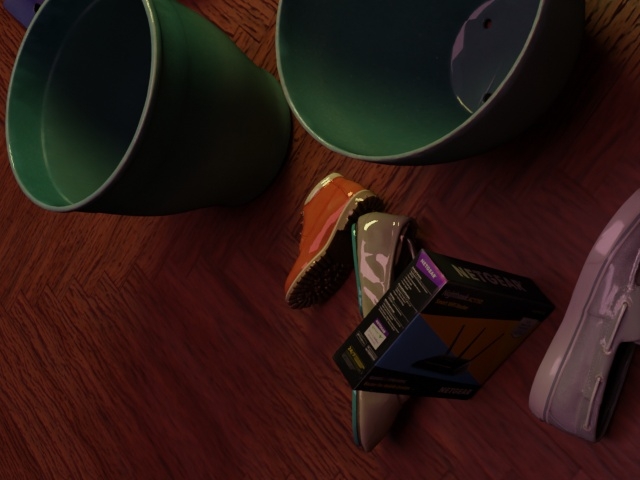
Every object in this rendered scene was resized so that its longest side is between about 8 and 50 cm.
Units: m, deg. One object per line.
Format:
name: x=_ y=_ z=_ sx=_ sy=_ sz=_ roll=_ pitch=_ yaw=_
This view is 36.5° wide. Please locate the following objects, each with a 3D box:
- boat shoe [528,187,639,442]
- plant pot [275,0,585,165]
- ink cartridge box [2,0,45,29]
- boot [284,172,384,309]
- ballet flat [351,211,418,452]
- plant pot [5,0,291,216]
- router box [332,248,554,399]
boat shoe: x=0.259 y=0.068 z=0.834 sx=0.081 sy=0.079 sz=0.228 roll=29 pitch=107 yaw=31
plant pot: x=0.129 y=-0.199 z=0.909 sx=0.290 sy=0.195 sz=0.290 roll=-8 pitch=77 yaw=40
ink cartridge box: x=-0.413 y=-0.466 z=1.512 sx=0.303 sy=0.072 sz=0.307 roll=40 pitch=107 yaw=42
boot: x=0.000 y=0.000 z=1.084 sx=0.084 sy=0.059 sz=0.158 roll=41 pitch=101 yaw=41
ballet flat: x=0.073 y=0.089 z=0.990 sx=0.086 sy=0.086 sz=0.249 roll=-11 pitch=74 yaw=40
plant pot: x=-0.180 y=-0.147 z=1.132 sx=0.271 sy=0.255 sz=0.272 roll=-9 pitch=76 yaw=41
router box: x=0.114 y=0.082 z=0.881 sx=0.133 sy=0.179 sz=0.046 roll=-52 pitch=51 yaw=21
